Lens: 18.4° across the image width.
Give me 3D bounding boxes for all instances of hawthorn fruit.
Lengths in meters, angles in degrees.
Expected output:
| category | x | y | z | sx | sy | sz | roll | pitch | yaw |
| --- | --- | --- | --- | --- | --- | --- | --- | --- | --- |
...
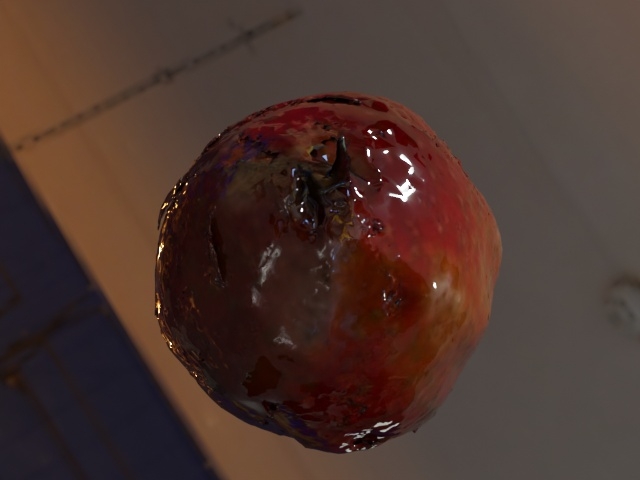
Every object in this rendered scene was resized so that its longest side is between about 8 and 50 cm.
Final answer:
| category | x | y | z | sx | sy | sz | roll | pitch | yaw |
| --- | --- | --- | --- | --- | --- | --- | --- | --- | --- |
| hawthorn fruit | 0.000 | 0.000 | 0.950 | 0.181 | 0.181 | 0.235 | 45 | -14 | 22 |
